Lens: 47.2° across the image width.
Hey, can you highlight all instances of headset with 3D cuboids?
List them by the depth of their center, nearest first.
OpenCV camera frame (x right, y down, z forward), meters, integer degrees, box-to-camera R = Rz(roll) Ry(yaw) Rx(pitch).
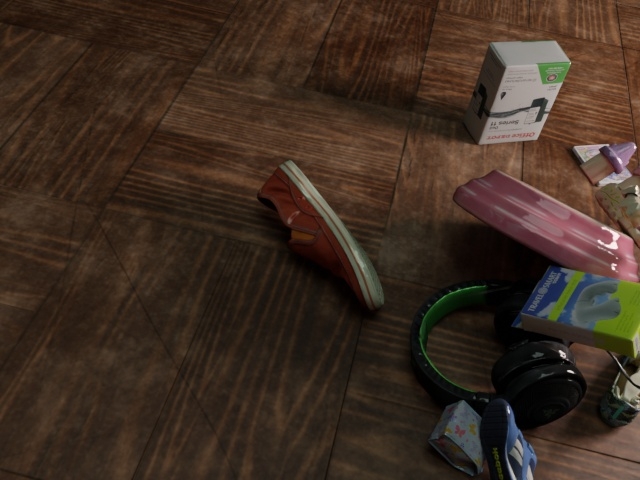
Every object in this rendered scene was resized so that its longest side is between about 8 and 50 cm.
[{"bbox_3d":[0.332,0.149,1.100,0.395,0.185,0.243,5,45,13],"label":"headset"}]

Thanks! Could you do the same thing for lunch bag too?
[{"bbox_3d":[0.204,0.284,1.042,0.083,0.053,0.071,42,50,-3],"label":"lunch bag"}]

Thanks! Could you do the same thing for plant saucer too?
[{"bbox_3d":[0.386,-0.027,1.226,0.332,0.084,0.332,26,12,-6],"label":"plant saucer"}]

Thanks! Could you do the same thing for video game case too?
[{"bbox_3d":[0.603,-0.161,1.561,0.087,0.011,0.122,-5,47,-13],"label":"video game case"}]

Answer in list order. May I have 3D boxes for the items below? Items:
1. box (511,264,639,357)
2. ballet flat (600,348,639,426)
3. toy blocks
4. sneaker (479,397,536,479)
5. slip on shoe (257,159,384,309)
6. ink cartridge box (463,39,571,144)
[{"bbox_3d":[0.370,0.095,1.034,0.178,0.042,0.109,12,48,39],"label":"box"},{"bbox_3d":[0.499,0.214,1.146,0.070,0.070,0.188,29,49,19],"label":"ballet flat"},{"bbox_3d":[0.631,-0.066,1.206,0.260,0.309,0.288,-34,45,13],"label":"toy blocks"},{"bbox_3d":[0.263,0.290,1.016,0.059,0.053,0.144,-4,83,-33],"label":"sneaker"},{"bbox_3d":[0.000,0.000,1.263,0.101,0.123,0.331,-39,62,1],"label":"slip on shoe"},{"bbox_3d":[0.407,-0.308,1.539,0.153,0.208,0.086,-7,51,-14],"label":"ink cartridge box"}]
